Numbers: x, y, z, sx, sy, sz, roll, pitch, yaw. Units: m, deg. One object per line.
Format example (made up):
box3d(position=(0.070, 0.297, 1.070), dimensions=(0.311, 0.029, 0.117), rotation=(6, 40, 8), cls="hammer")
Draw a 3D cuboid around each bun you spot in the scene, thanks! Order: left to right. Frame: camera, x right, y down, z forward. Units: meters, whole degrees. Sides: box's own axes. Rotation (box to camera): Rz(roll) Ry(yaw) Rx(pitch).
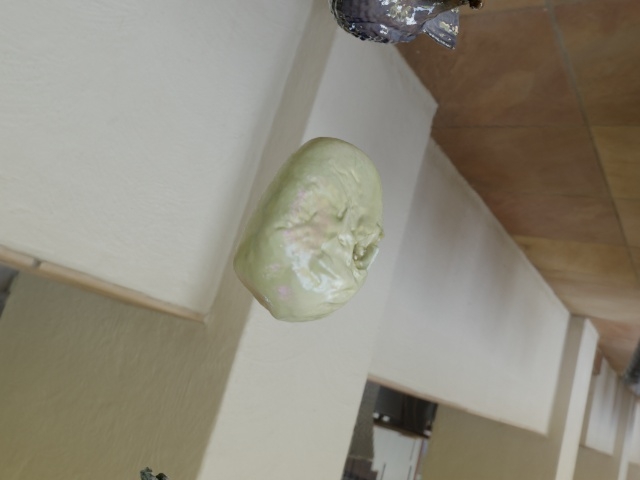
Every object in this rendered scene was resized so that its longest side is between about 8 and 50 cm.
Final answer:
box3d(position=(0.000, 0.000, 1.059), dimensions=(0.213, 0.360, 0.361), rotation=(28, 170, 11), cls="bun")

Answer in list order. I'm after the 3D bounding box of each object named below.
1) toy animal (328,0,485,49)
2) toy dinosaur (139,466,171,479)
box3d(position=(0.096, -0.297, 0.676), dimensions=(0.186, 0.122, 0.298), rotation=(-7, -177, 23), cls="toy animal")
box3d(position=(-0.246, 0.429, 0.921), dimensions=(0.363, 0.076, 0.147), rotation=(31, 167, -31), cls="toy dinosaur")
